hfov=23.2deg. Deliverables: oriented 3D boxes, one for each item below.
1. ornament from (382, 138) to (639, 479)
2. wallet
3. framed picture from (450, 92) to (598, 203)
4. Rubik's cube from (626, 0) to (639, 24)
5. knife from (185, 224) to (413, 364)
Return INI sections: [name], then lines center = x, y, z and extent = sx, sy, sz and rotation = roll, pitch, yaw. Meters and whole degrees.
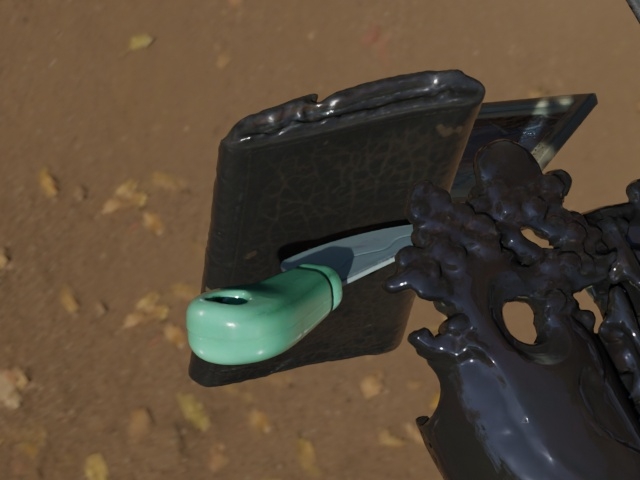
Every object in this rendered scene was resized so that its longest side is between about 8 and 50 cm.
[ornament]
center = 0.157, 0.068, 0.751
extent = 0.251, 0.106, 0.260
rotation = -15, 76, -28
[wallet]
center = 0.000, 0.000, 1.060
extent = 0.171, 0.321, 0.044
rotation = -11, 59, -15
[framed picture]
center = 0.114, -0.090, 1.752
extent = 0.247, 0.335, 0.022
rotation = -46, 124, -42
[Rubik's cube]
center = 0.326, -0.289, 1.055
extent = 0.255, 0.260, 0.259
rotation = 47, 49, -46
[knife]
center = 0.003, 0.020, 0.904
extent = 0.260, 0.063, 0.034
rotation = -25, 116, -58
